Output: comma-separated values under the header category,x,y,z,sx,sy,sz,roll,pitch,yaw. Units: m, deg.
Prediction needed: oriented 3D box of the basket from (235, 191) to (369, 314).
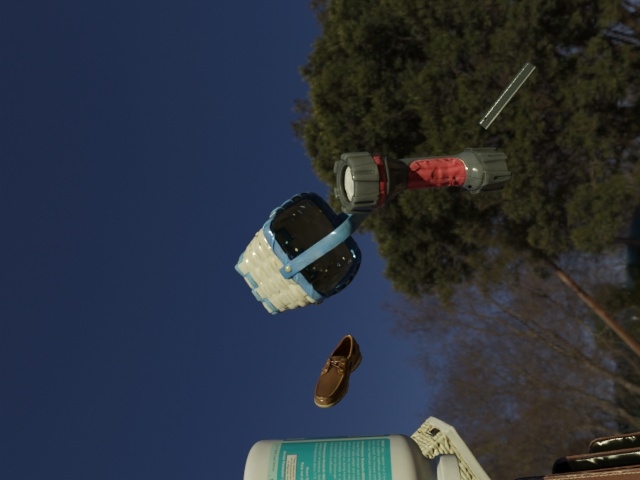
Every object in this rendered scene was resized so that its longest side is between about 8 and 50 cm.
category,x,y,z,sx,sy,sz,roll,pitch,yaw
basket,0.000,0.000,1.250,0.201,0.289,0.255,49,-143,-1

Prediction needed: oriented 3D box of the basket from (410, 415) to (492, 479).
category,x,y,z,sx,sy,sz,roll,pitch,yaw
basket,0.247,0.449,1.277,0.103,0.113,0.167,-37,-86,-13

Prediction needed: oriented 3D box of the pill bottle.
category,x,y,z,sx,sy,sz,roll,pitch,yaw
pill bottle,0.043,0.322,0.821,0.146,0.264,0.146,-4,-90,-84

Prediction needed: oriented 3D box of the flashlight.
category,x,y,z,sx,sy,sz,roll,pitch,yaw
flashlight,0.178,-0.108,1.104,0.304,0.103,0.103,-6,-108,-17

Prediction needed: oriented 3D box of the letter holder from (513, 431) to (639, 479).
category,x,y,z,sx,sy,sz,roll,pitch,yaw
letter holder,0.413,0.441,0.891,0.152,0.214,0.302,-8,-102,-55

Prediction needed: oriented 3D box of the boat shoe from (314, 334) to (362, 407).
category,x,y,z,sx,sy,sz,roll,pitch,yaw
boat shoe,0.031,0.258,1.300,0.178,0.064,0.060,-53,-41,-50

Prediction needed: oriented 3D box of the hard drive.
category,x,y,z,sx,sy,sz,roll,pitch,yaw
hard drive,0.344,-0.267,1.195,0.135,0.022,0.094,-54,-6,22
